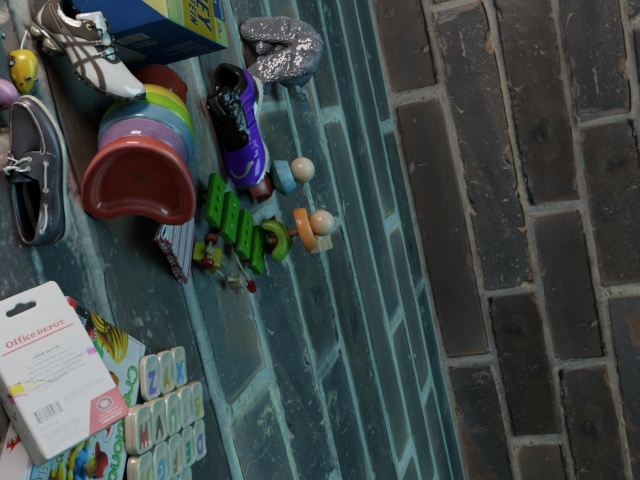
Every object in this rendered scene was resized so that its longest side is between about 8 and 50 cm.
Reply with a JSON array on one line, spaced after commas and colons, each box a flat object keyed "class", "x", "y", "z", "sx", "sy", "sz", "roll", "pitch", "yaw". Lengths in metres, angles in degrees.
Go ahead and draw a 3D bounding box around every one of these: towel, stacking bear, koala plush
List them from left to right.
[{"class": "stacking bear", "x": -0.285, "y": -0.186, "z": 1.170, "sx": 0.289, "sy": 0.175, "sz": 0.164, "roll": -95, "pitch": -165, "yaw": -45}, {"class": "towel", "x": -0.261, "y": -0.021, "z": 1.275, "sx": 0.197, "sy": 0.029, "sz": 0.144, "roll": 90, "pitch": 2, "yaw": -64}, {"class": "koala plush", "x": -0.078, "y": -0.459, "z": 1.822, "sx": 0.221, "sy": 0.203, "sz": 0.197, "roll": 41, "pitch": 43, "yaw": -77}]

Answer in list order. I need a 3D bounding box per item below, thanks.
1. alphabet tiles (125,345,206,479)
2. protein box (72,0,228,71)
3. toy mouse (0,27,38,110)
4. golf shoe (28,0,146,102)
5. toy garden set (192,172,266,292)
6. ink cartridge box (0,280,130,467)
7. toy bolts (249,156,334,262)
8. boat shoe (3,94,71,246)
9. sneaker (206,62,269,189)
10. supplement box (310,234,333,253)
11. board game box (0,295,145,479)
[{"class": "alphabet tiles", "x": -0.248, "y": 0.322, "z": 1.161, "sx": 0.284, "sy": 0.021, "sz": 0.278, "roll": 12, "pitch": 75, "yaw": -79}, {"class": "protein box", "x": -0.293, "y": -0.384, "z": 1.166, "sx": 0.201, "sy": 0.199, "sz": 0.136, "roll": -6, "pitch": 88, "yaw": -70}, {"class": "toy mouse", "x": -0.439, "y": -0.240, "z": 0.957, "sx": 0.143, "sy": 0.031, "sz": 0.161, "roll": 13, "pitch": 70, "yaw": -68}, {"class": "golf shoe", "x": -0.335, "y": -0.287, "z": 1.044, "sx": 0.198, "sy": 0.094, "sz": 0.077, "roll": 37, "pitch": 23, "yaw": -8}, {"class": "toy garden set", "x": -0.195, "y": 0.011, "z": 1.482, "sx": 0.244, "sy": 0.049, "sz": 0.204, "roll": 55, "pitch": 30, "yaw": -51}, {"class": "ink cartridge box", "x": -0.342, "y": 0.163, "z": 0.877, "sx": 0.115, "sy": 0.067, "sz": 0.198, "roll": -25, "pitch": 82, "yaw": -39}, {"class": "toy bolts", "x": -0.063, "y": -0.081, "z": 1.652, "sx": 0.218, "sy": 0.158, "sz": 0.229, "roll": 33, "pitch": 38, "yaw": -87}, {"class": "boat shoe", "x": -0.392, "y": -0.091, "z": 0.953, "sx": 0.065, "sy": 0.075, "sz": 0.206, "roll": -35, "pitch": 123, "yaw": -63}, {"class": "sneaker", "x": -0.195, "y": -0.259, "z": 1.537, "sx": 0.146, "sy": 0.102, "sz": 0.294, "roll": 32, "pitch": 47, "yaw": -58}, {"class": "supplement box", "x": 0.000, "y": 0.000, "z": 2.013, "sx": 0.098, "sy": 0.036, "sz": 0.062, "roll": -18, "pitch": 98, "yaw": -69}, {"class": "board game box", "x": -0.341, "y": 0.256, "z": 0.974, "sx": 0.193, "sy": 0.053, "sz": 0.306, "roll": 52, "pitch": 35, "yaw": -53}]
